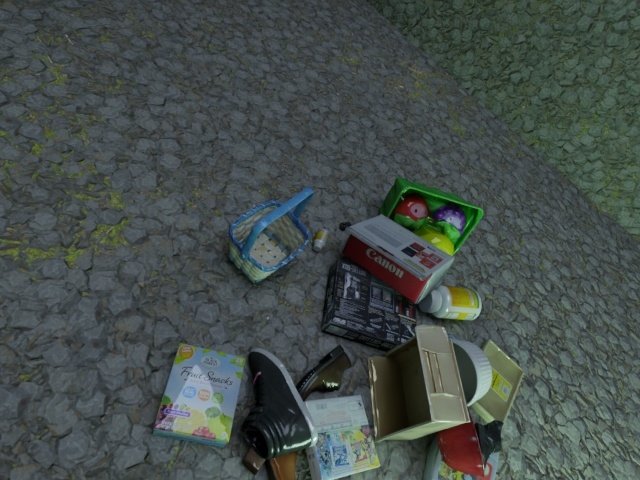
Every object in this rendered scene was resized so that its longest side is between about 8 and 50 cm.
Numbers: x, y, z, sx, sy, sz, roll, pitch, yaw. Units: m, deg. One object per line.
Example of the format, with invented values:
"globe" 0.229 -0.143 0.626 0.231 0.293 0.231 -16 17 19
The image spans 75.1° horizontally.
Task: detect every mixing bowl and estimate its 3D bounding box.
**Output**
"mixing bowl" 0.370 0.546 1.130 0.098 0.181 0.181 -12 56 9

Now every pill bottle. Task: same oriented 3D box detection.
"pill bottle" 0.459 0.222 1.492 0.208 0.117 0.117 8 54 -22
"pill bottle" 0.000 0.000 1.464 0.043 0.043 0.083 28 49 -7

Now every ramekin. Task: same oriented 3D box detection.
"ramekin" 0.427 0.405 1.290 0.109 0.207 0.207 3 55 -37

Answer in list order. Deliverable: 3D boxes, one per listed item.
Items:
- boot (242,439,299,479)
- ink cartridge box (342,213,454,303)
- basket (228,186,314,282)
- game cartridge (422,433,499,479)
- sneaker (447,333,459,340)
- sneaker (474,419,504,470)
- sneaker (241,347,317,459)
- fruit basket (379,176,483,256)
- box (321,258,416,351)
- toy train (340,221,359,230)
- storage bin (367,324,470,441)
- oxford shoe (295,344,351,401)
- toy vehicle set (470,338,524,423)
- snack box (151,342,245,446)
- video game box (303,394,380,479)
"boot" -0.075 0.535 1.020 0.197 0.073 0.152 43 44 3
"ink cartridge box" 0.244 0.058 1.394 0.309 0.130 0.272 35 30 25
"basket" -0.148 -0.020 1.236 0.201 0.289 0.255 48 46 4
"game cartridge" 0.396 0.662 1.184 0.196 0.060 0.294 34 48 4
"sneaker" 0.429 0.356 1.429 0.162 0.063 0.073 22 32 -18
"sneaker" 0.491 0.599 1.209 0.089 0.051 0.170 23 46 -4
"sneaker" -0.142 0.394 1.025 0.147 0.104 0.296 -8 44 -38
"fruit basket" 0.416 -0.035 1.581 0.392 0.283 0.392 18 33 -12
"box" 0.167 0.221 1.368 0.307 0.076 0.242 19 50 -14
"toy train" 0.146 -0.051 1.590 0.158 0.027 0.036 5 44 -24
"storage bin" 0.256 0.399 1.160 0.123 0.262 0.260 12 52 -20
"oxford shoe" 0.011 0.390 1.162 0.227 0.083 0.096 -31 79 -38
"toy vehicle set" 0.587 0.483 1.421 0.166 0.035 0.267 44 49 8
"snack box" -0.293 0.376 1.021 0.174 0.070 0.207 17 49 -15
"video game box" 0.048 0.511 1.086 0.205 0.048 0.187 12 49 -39
